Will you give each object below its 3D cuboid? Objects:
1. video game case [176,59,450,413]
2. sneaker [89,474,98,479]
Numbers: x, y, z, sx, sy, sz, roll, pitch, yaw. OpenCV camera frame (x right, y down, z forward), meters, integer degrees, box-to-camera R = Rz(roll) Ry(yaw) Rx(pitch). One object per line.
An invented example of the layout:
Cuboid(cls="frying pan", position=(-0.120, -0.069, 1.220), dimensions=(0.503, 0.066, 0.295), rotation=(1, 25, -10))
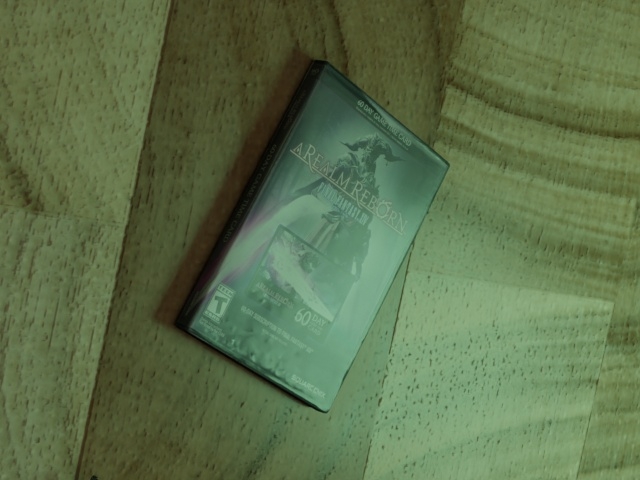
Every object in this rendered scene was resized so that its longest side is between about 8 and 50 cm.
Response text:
Cuboid(cls="video game case", position=(0.000, 0.000, 1.379), dimensions=(0.196, 0.026, 0.274), rotation=(35, 78, -39))
Cuboid(cls="sneaker", position=(-0.183, 0.229, 1.266), dimensions=(0.098, 0.038, 0.069), rotation=(-19, 112, -36))
